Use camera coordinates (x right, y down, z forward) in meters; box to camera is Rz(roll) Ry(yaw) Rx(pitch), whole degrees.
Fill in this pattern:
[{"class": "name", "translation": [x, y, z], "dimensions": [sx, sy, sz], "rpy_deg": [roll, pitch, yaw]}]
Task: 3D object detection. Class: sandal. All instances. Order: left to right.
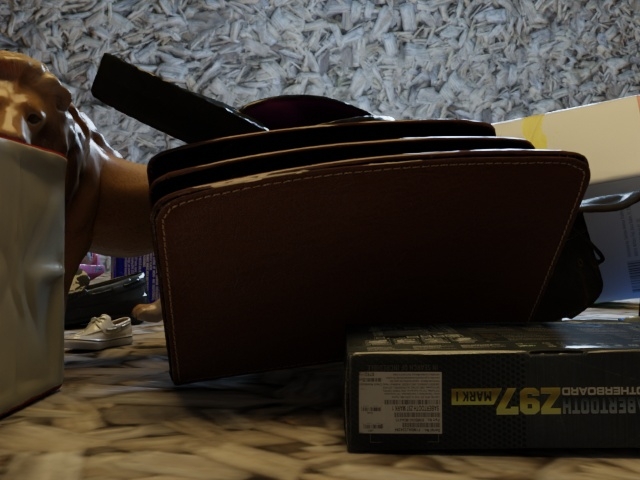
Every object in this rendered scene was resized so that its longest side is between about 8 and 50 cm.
[{"class": "sandal", "translation": [-0.003, -0.098, 0.792], "dimensions": [0.446, 0.107, 0.168], "rpy_deg": [20, 7, -46]}]

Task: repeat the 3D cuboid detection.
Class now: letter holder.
[{"class": "letter holder", "translation": [0.021, -0.026, 0.632], "dimensions": [0.302, 0.152, 0.214], "rpy_deg": [-7, -41, -11]}]

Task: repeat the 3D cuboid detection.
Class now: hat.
[{"class": "hat", "translation": [0.218, 0.044, 0.925], "dimensions": [0.332, 0.133, 0.331], "rpy_deg": [-15, -2, -1]}]

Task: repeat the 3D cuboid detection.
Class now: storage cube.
[{"class": "storage cube", "translation": [-0.291, 0.020, 0.532], "dimensions": [0.193, 0.183, 0.215], "rpy_deg": [1, 0, 4]}]

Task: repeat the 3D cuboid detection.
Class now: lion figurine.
[{"class": "lion figurine", "translation": [-0.185, -0.027, 0.791], "dimensions": [0.142, 0.240, 0.392], "rpy_deg": [19, 7, 42]}]

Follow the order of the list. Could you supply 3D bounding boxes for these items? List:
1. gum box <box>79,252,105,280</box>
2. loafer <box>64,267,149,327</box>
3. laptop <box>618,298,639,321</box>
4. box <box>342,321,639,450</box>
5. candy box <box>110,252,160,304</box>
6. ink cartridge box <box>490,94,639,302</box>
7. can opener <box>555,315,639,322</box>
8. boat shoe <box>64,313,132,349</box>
[{"class": "gum box", "translation": [-0.411, 0.050, 1.149], "dimensions": [0.188, 0.062, 0.107], "rpy_deg": [-24, -10, 22]}, {"class": "loafer", "translation": [-0.330, 0.075, 1.072], "dimensions": [0.223, 0.078, 0.076], "rpy_deg": [1, -1, -42]}, {"class": "laptop", "translation": [0.589, 0.014, 1.005], "dimensions": [0.382, 0.407, 0.236], "rpy_deg": [0, 32, 15]}, {"class": "box", "translation": [0.130, 0.087, 0.524], "dimensions": [0.233, 0.059, 0.183], "rpy_deg": [0, 0, 1]}, {"class": "candy box", "translation": [-0.190, 0.056, 1.372], "dimensions": [0.317, 0.122, 0.268], "rpy_deg": [2, -3, -16]}, {"class": "ink cartridge box", "translation": [0.369, -0.043, 1.167], "dimensions": [0.385, 0.160, 0.279], "rpy_deg": [-9, -40, 20]}, {"class": "can opener", "translation": [0.272, 0.089, 0.639], "dimensions": [0.186, 0.059, 0.073], "rpy_deg": [0, -1, 15]}, {"class": "boat shoe", "translation": [-0.235, 0.096, 0.862], "dimensions": [0.035, 0.035, 0.100], "rpy_deg": [1, -1, 26]}]
